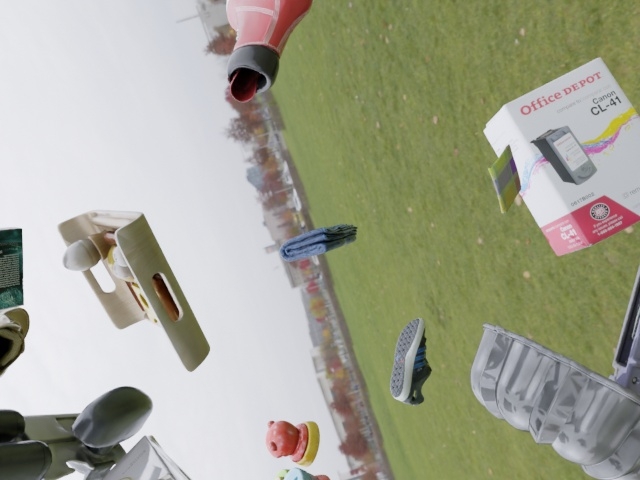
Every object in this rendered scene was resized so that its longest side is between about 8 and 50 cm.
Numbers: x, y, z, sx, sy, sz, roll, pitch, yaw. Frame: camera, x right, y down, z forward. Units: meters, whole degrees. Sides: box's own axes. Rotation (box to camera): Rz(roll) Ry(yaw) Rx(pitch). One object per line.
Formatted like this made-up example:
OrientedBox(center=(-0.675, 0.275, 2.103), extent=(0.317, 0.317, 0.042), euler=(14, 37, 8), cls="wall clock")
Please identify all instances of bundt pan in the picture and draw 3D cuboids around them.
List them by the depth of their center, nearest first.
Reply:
OrientedBox(center=(0.374, 0.261, 0.771), extent=(0.331, 0.124, 0.331), euler=(31, 176, 3), cls="bundt pan")

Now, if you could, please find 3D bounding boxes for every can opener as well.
OrientedBox(center=(-0.235, 0.145, 0.389), extent=(0.076, 0.095, 0.283), euler=(34, 173, 21), cls="can opener")

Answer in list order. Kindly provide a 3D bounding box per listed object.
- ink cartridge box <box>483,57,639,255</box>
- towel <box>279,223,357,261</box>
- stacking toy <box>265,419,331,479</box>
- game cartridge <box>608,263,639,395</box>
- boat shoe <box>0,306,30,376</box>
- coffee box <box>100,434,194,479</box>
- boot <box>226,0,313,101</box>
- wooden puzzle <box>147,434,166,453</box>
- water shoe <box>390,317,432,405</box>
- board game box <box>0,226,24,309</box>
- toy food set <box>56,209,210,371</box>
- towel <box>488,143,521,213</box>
OrientedBox(center=(0.498, -0.156, 0.968), extent=(0.306, 0.226, 0.131), euler=(62, 176, 7), cls="ink cartridge box")
OrientedBox(center=(0.000, 0.000, 0.623), extent=(0.119, 0.067, 0.029), euler=(-18, -88, -68), cls="towel")
OrientedBox(center=(-0.099, 0.645, 1.299), extent=(0.279, 0.131, 0.309), euler=(-63, 22, 14), cls="stacking toy")
OrientedBox(center=(0.657, 0.114, 0.867), extent=(0.068, 0.231, 0.354), euler=(-97, 18, -84), cls="game cartridge")
OrientedBox(center=(-0.557, 0.184, 0.857), extent=(0.302, 0.098, 0.109), euler=(-125, 25, -76), cls="boat shoe")
OrientedBox(center=(-0.154, 0.252, 0.285), extent=(0.098, 0.246, 0.141), euler=(50, 155, -10), cls="coffee box")
OrientedBox(center=(-0.105, -0.283, 0.720), extent=(0.244, 0.089, 0.176), euler=(26, 93, 62), cls="boot")
OrientedBox(center=(-0.272, 0.553, 0.809), extent=(0.347, 0.081, 0.321), euler=(-84, -28, -66), cls="wooden puzzle")
OrientedBox(center=(0.220, 0.283, 1.176), extent=(0.073, 0.080, 0.203), euler=(-28, 36, 57), cls="water shoe")
OrientedBox(center=(-0.517, 0.050, 0.708), extent=(0.186, 0.026, 0.126), euler=(-11, -72, -61), cls="board game box")
OrientedBox(center=(-0.298, 0.071, 0.759), extent=(0.306, 0.092, 0.219), euler=(7, 124, 51), cls="toy food set")
OrientedBox(center=(0.258, -0.084, 0.698), extent=(0.009, 0.060, 0.083), euler=(11, 142, 46), cls="towel")
